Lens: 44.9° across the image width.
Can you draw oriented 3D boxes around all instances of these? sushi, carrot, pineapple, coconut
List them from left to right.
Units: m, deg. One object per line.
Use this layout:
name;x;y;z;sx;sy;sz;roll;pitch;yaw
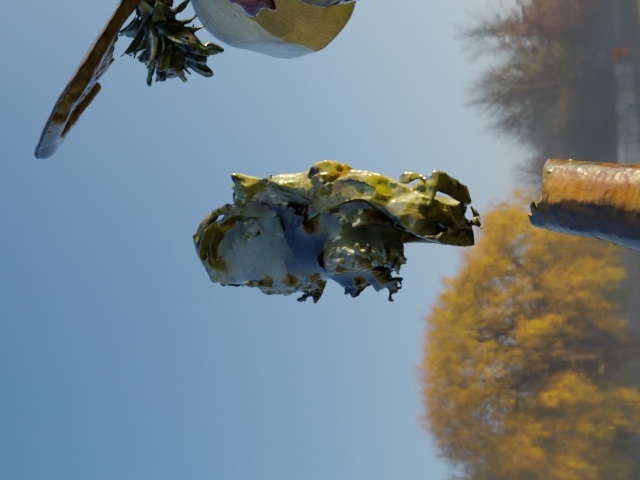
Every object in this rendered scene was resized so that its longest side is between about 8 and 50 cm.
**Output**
pineapple;-0.163;-0.265;0.770;0.103;0.083;0.221;-14;-89;-66
coconut;-0.068;-0.319;0.907;0.224;0.224;0.224;-3;-90;-68
sushi;-0.001;-0.007;0.756;0.139;0.291;0.131;18;-109;-58
carrot;0.386;-0.044;0.952;0.114;0.302;0.114;-7;-77;-34

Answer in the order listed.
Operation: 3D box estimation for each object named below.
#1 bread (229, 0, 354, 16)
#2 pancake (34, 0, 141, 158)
bread;0.012;-0.231;0.317;0.149;0.274;0.274;-42;-51;-34
pancake;-0.201;-0.150;0.686;0.184;0.020;0.190;-58;17;3
